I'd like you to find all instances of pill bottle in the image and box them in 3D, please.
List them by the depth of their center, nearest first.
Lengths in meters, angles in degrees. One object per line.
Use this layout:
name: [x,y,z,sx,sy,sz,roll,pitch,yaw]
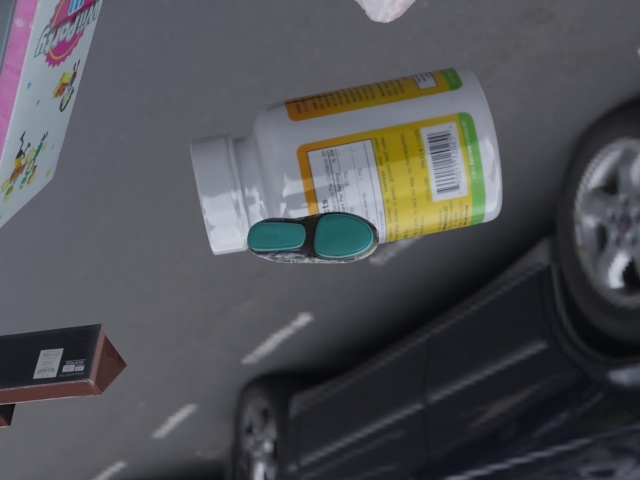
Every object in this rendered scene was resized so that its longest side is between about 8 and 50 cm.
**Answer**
pill bottle: [0.020,-0.060,1.061,0.246,0.136,0.136,-11,158,-2]

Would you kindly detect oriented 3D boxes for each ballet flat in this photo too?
ballet flat: [0.000,0.000,0.940,0.114,0.041,0.041,1,164,32]

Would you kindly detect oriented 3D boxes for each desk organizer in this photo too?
desk organizer: [-0.205,0.097,0.866,0.130,0.047,0.050,-8,139,15]

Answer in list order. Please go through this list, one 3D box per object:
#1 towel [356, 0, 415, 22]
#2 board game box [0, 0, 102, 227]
towel: [0.025,-0.362,0.833,0.053,0.317,0.332,-25,164,-29]
board game box: [-0.225,-0.177,0.652,0.224,0.097,0.303,24,123,2]
